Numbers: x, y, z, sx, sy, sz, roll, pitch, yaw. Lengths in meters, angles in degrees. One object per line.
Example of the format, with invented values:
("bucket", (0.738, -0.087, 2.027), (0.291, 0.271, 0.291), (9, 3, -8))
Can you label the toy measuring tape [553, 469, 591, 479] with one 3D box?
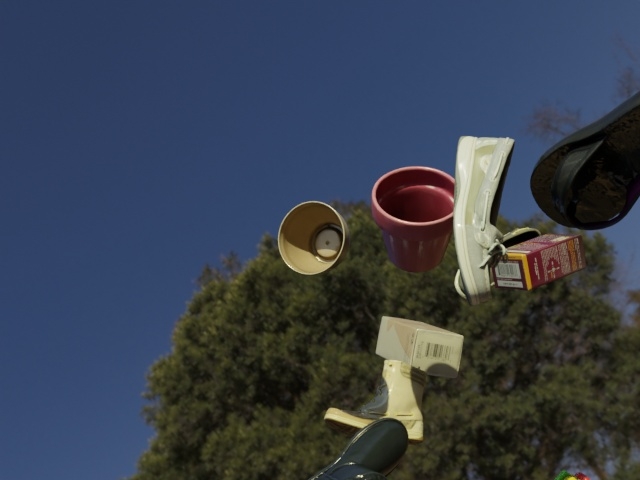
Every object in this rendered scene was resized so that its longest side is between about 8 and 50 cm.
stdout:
("toy measuring tape", (0.707, 0.718, 2.233), (0.121, 0.121, 0.330), (-40, -35, -7))

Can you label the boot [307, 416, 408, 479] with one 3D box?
("boot", (0.081, 0.399, 1.366), (0.246, 0.094, 0.207), (-34, 3, -17))

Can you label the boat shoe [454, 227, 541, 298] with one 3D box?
("boat shoe", (0.493, 0.055, 2.241), (0.305, 0.109, 0.091), (-34, 0, -29))

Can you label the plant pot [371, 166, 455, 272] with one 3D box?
("plant pot", (0.215, -0.036, 1.810), (0.201, 0.201, 0.180), (-28, -43, -23))

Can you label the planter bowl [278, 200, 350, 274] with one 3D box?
("planter bowl", (0.000, 0.000, 1.823), (0.162, 0.162, 0.109), (-52, -23, 10))

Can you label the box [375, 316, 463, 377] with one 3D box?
("box", (0.277, 0.302, 2.327), (0.148, 0.311, 0.121), (10, -91, -15))

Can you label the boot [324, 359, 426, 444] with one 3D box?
("boot", (0.146, 0.405, 2.092), (0.262, 0.203, 0.095), (11, -25, -6))

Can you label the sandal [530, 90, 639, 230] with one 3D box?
("sandal", (0.442, -0.100, 1.266), (0.107, 0.167, 0.446), (-62, -1, -20))

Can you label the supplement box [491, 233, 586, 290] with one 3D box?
("supplement box", (0.478, 0.045, 1.781), (0.188, 0.104, 0.081), (-16, -81, -30))

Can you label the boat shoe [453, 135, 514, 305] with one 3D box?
("boat shoe", (0.289, -0.042, 1.419), (0.103, 0.320, 0.118), (-2, -28, 16))
